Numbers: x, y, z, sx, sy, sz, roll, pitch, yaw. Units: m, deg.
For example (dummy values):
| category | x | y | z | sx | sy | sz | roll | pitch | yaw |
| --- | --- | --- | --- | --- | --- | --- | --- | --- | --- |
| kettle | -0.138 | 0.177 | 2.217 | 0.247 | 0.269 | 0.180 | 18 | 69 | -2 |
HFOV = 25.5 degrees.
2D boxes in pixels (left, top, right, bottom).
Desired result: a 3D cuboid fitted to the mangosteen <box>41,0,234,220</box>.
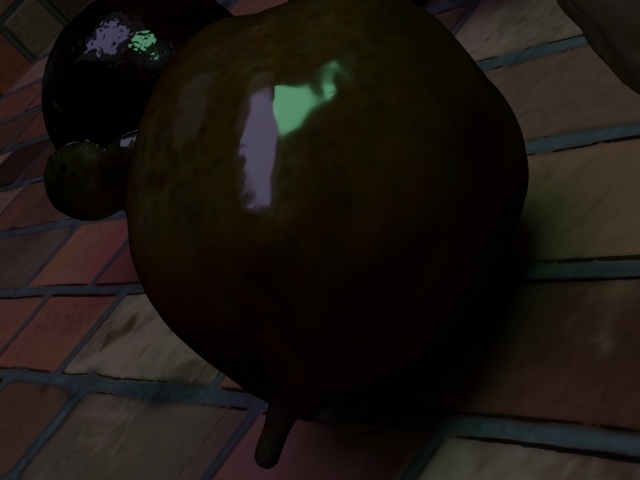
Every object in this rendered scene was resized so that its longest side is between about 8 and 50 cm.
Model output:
| category | x | y | z | sx | sy | sz | roll | pitch | yaw |
| --- | --- | --- | --- | --- | --- | --- | --- | --- | --- |
| mangosteen | -0.137 | -0.112 | 1.183 | 0.210 | 0.210 | 0.210 | -37 | 21 | 17 |

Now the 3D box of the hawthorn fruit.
| category | x | y | z | sx | sy | sz | roll | pitch | yaw |
| --- | --- | --- | --- | --- | --- | --- | --- | --- | --- |
| hawthorn fruit | 0.000 | 0.000 | 0.716 | 0.208 | 0.208 | 0.248 | -29 | 41 | 36 |

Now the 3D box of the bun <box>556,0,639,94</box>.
| category | x | y | z | sx | sy | sz | roll | pitch | yaw |
| --- | --- | --- | --- | --- | --- | --- | --- | --- | --- |
| bun | 0.243 | -0.135 | 0.421 | 0.349 | 0.227 | 0.352 | 23 | 61 | 42 |

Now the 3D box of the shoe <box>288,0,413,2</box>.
| category | x | y | z | sx | sy | sz | roll | pitch | yaw |
| --- | --- | --- | --- | --- | --- | --- | --- | --- | --- |
| shoe | 0.025 | -0.228 | 1.251 | 0.074 | 0.077 | 0.194 | -51 | 21 | -21 |
